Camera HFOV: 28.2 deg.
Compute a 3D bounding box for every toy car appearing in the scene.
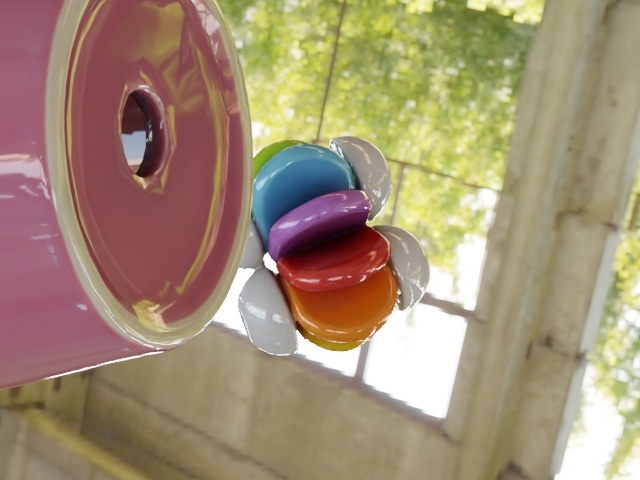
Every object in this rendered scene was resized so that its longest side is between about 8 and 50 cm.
[{"bbox_3d":[0.000,0.000,1.018,0.159,0.182,0.136,-22,176,-9],"label":"toy car"}]

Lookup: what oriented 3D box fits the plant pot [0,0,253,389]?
[{"bbox_3d":[-0.129,-0.027,0.425,0.180,0.201,0.201,-1,-173,22],"label":"plant pot"}]
